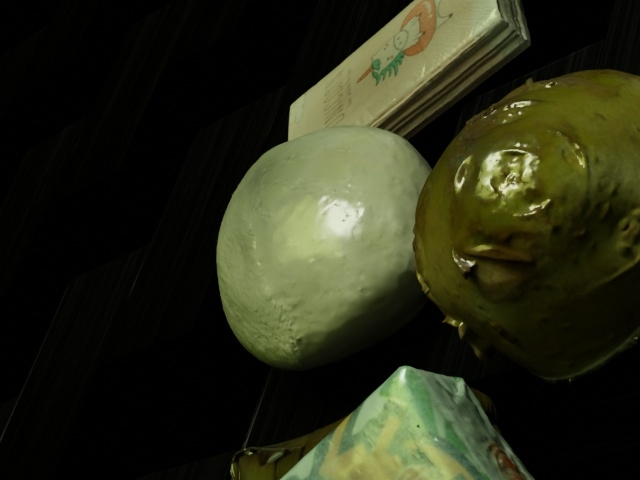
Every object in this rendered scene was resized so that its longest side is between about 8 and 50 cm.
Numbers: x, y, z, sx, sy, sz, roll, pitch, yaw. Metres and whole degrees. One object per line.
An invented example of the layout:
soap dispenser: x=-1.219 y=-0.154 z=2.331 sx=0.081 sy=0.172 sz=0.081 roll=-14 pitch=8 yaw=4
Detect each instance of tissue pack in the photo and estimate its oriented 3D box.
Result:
tissue pack: x=0.092 y=-0.187 z=1.908 sx=0.325 sy=0.071 sz=0.170 roll=-38 pitch=32 yaw=27
tissue pack: x=0.040 y=0.278 z=1.269 sx=0.311 sy=0.128 sz=0.228 roll=-44 pitch=63 yaw=15

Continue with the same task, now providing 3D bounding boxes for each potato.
potato: x=0.195 y=-0.052 z=1.448 sx=0.246 sy=0.196 sz=0.299 roll=-28 pitch=33 yaw=37

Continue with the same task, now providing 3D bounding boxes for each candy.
candy: x=0.000 y=0.000 z=1.704 sx=0.295 sy=0.185 sz=0.295 roll=-35 pitch=28 yaw=22

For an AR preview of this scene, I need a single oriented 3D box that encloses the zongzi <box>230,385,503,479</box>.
zongzi: x=0.043 y=0.277 z=1.392 sx=0.260 sy=0.123 sz=0.289 roll=-26 pitch=51 yaw=32
